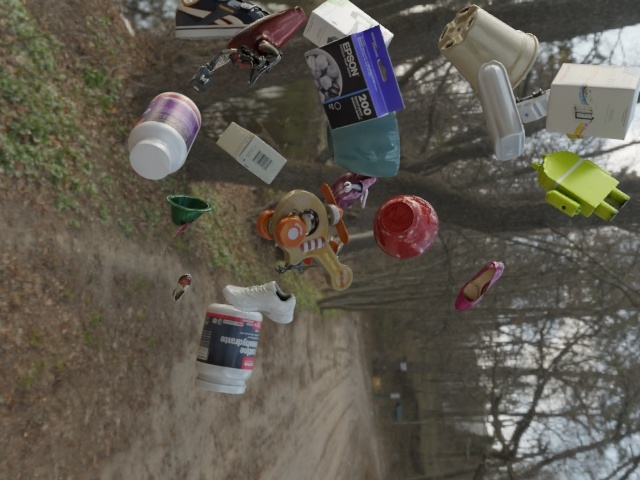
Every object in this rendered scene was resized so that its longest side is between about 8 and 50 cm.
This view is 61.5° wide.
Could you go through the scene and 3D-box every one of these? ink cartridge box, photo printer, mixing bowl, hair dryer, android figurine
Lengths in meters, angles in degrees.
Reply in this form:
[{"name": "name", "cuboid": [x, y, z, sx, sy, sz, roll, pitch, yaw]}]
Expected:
[{"name": "ink cartridge box", "cuboid": [0.846, -0.434, 1.670, 0.171, 0.233, 0.168, -48, 141, -38]}, {"name": "ink cartridge box", "cuboid": [0.106, -0.763, 1.997, 0.198, 0.273, 0.115, -52, 178, -38]}, {"name": "photo printer", "cuboid": [0.634, -0.465, 1.907, 0.256, 0.107, 0.307, 26, 51, -68]}, {"name": "mixing bowl", "cuboid": [0.215, -0.048, 1.429, 0.098, 0.181, 0.181, 32, 54, -65]}, {"name": "hair dryer", "cuboid": [-0.117, -0.393, 1.122, 0.293, 0.224, 0.080, -60, 140, -29]}, {"name": "android figurine", "cuboid": [0.746, -0.165, 1.562, 0.248, 0.273, 0.056, -37, 155, -32]}, {"name": "ink cartridge box", "cuboid": [0.081, -0.391, 1.314, 0.045, 0.208, 0.206, -40, 115, -46]}]

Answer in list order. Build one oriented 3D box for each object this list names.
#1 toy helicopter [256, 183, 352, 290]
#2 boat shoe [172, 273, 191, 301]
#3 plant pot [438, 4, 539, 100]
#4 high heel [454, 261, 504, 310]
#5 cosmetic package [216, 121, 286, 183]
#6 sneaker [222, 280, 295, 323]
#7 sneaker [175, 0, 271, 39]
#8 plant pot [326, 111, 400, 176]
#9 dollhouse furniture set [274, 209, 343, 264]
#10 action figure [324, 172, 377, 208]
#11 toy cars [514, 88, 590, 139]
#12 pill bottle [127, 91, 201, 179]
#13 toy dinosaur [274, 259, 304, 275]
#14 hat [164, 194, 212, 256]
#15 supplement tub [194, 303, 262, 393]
[{"name": "toy helicopter", "cuboid": [0.000, 0.000, 1.549, 0.140, 0.235, 0.355, 19, -31, 54]}, {"name": "boat shoe", "cuboid": [-0.538, 0.183, 2.085, 0.137, 0.049, 0.043, -50, -151, 35]}, {"name": "plant pot", "cuboid": [0.679, -0.806, 2.263, 0.334, 0.305, 0.334, -44, -150, 35]}, {"name": "high heel", "cuboid": [0.556, 0.169, 1.912, 0.082, 0.244, 0.117, 52, 25, 17]}, {"name": "cosmetic package", "cuboid": [-0.261, -0.328, 1.984, 0.160, 0.113, 0.309, 36, 3, -32]}, {"name": "sneaker", "cuboid": [-0.181, 0.166, 1.653, 0.090, 0.232, 0.115, -92, -159, -67]}, {"name": "sneaker", "cuboid": [-0.231, -0.592, 1.405, 0.126, 0.321, 0.127, -59, 152, -73]}, {"name": "plant pot", "cuboid": [0.126, -0.337, 1.756, 0.290, 0.195, 0.290, 170, -90, -85]}, {"name": "dollhouse furniture set", "cuboid": [-0.037, -0.017, 2.203, 0.259, 0.262, 0.135, -68, 174, 28]}, {"name": "action figure", "cuboid": [0.174, -0.250, 2.353, 0.370, 0.276, 0.248, -39, -138, 49]}, {"name": "toy cars", "cuboid": [0.866, -0.446, 1.965, 0.087, 0.394, 0.176, -58, 159, -30]}, {"name": "pill bottle", "cuboid": [-0.502, -0.334, 1.725, 0.323, 0.181, 0.181, -87, 173, -52]}, {"name": "toy dinosaur", "cuboid": [-0.111, 0.096, 2.082, 0.064, 0.118, 0.268, 61, -17, 22]}, {"name": "hat", "cuboid": [-0.534, -0.063, 2.077, 0.208, 0.173, 0.183, -4, 117, -48]}, {"name": "supplement tub", "cuboid": [-0.309, 0.357, 1.793, 0.191, 0.191, 0.272, 70, 30, -78]}]
